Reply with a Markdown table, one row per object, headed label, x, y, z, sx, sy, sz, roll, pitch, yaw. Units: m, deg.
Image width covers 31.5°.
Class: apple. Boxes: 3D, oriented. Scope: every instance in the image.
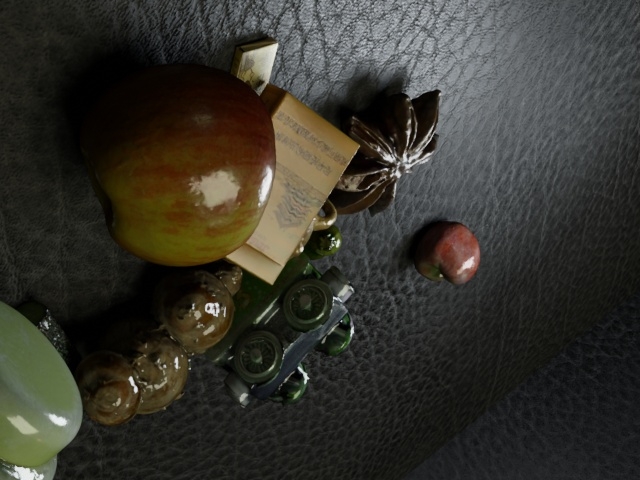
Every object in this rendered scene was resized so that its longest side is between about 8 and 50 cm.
| label | x | y | z | sx | sy | sz | roll | pitch | yaw |
| --- | --- | --- | --- | --- | --- | --- | --- | --- | --- |
| apple | -0.208 | -0.110 | 1.583 | 0.301 | 0.301 | 0.302 | -33 | 151 | -21 |

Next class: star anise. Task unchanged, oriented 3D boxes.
| label | x | y | z | sx | sy | sz | roll | pitch | yaw |
| --- | --- | --- | --- | --- | --- | --- | --- | --- | --- |
| star anise | 0.121 | -0.163 | 2.145 | 0.315 | 0.108 | 0.315 | -37 | 153 | -23 |

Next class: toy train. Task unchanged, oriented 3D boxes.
| label | x | y | z | sx | sy | sz | roll | pitch | yaw |
| --- | --- | --- | --- | --- | --- | --- | --- | --- | --- |
| toy train | -0.092 | 0.147 | 2.119 | 0.307 | 0.249 | 0.173 | -46 | 152 | -2 |

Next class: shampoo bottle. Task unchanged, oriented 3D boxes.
| label | x | y | z | sx | sy | sz | roll | pitch | yaw |
| --- | --- | --- | --- | --- | --- | --- | --- | --- | --- |
| shampoo bottle | -0.522 | 0.257 | 1.593 | 0.317 | 0.322 | 0.322 | -41 | 154 | 9 |

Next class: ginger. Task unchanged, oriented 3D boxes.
| label | x | y | z | sx | sy | sz | roll | pitch | yaw |
| --- | --- | --- | --- | --- | --- | --- | --- | --- | --- |
| ginger | -0.270 | 0.172 | 1.975 | 0.375 | 0.176 | 0.256 | -45 | 174 | -17 |

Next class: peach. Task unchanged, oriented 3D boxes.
| label | x | y | z | sx | sy | sz | roll | pitch | yaw |
| --- | --- | --- | --- | --- | --- | --- | --- | --- | --- |
| peach | 0.302 | 0.028 | 2.640 | 0.152 | 0.152 | 0.152 | -33 | 151 | -21 |

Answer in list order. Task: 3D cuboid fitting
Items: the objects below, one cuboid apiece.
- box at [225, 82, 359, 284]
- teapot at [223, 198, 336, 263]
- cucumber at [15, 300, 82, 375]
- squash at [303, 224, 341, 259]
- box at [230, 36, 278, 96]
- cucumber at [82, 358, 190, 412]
| label | x | y | z | sx | sy | sz | roll | pitch | yaw |
| --- | --- | --- | --- | --- | --- | --- | --- | --- | --- |
| box | -0.082 | -0.089 | 1.815 | 0.174 | 0.076 | 0.274 | 33 | 89 | -33 |
| teapot | -0.079 | -0.032 | 1.977 | 0.311 | 0.167 | 0.203 | -11 | 138 | -48 |
| cucumber | -0.441 | 0.190 | 1.898 | 0.067 | 0.067 | 0.294 | -38 | 153 | -14 |
| squash | 0.000 | 0.000 | 2.166 | 0.069 | 0.069 | 0.258 | -40 | -177 | -10 |
| box | -0.113 | -0.249 | 1.784 | 0.073 | 0.020 | 0.149 | -25 | 148 | -36 |
| cucumber | -0.356 | 0.276 | 2.161 | 0.256 | 0.044 | 0.043 | -20 | 134 | -37 |
